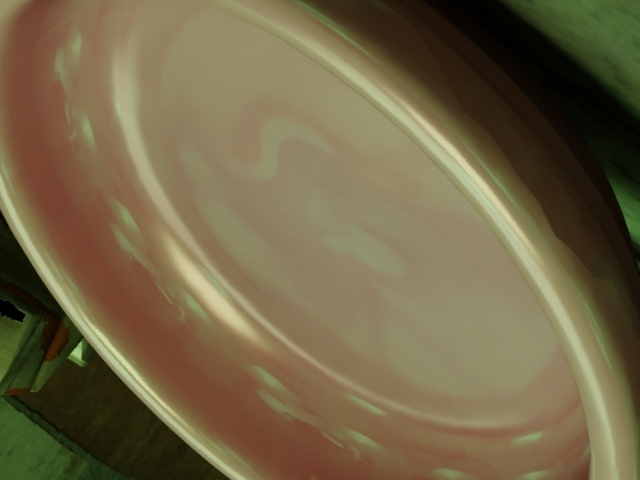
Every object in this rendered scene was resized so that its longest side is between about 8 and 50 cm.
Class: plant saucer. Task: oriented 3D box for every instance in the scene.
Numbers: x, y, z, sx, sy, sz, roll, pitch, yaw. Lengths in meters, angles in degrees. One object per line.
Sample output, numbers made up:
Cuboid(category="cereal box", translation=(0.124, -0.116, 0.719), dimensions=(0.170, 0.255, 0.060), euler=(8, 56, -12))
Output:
Cuboid(category="plant saucer", translation=(0.000, 0.000, 0.657), dimensions=(0.332, 0.084, 0.332), euler=(31, 148, 22))

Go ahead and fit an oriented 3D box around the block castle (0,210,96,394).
Cuboid(category="block castle", translation=(-0.209, -0.091, 0.938), dimensions=(0.213, 0.303, 0.453), euler=(30, 179, 8))
